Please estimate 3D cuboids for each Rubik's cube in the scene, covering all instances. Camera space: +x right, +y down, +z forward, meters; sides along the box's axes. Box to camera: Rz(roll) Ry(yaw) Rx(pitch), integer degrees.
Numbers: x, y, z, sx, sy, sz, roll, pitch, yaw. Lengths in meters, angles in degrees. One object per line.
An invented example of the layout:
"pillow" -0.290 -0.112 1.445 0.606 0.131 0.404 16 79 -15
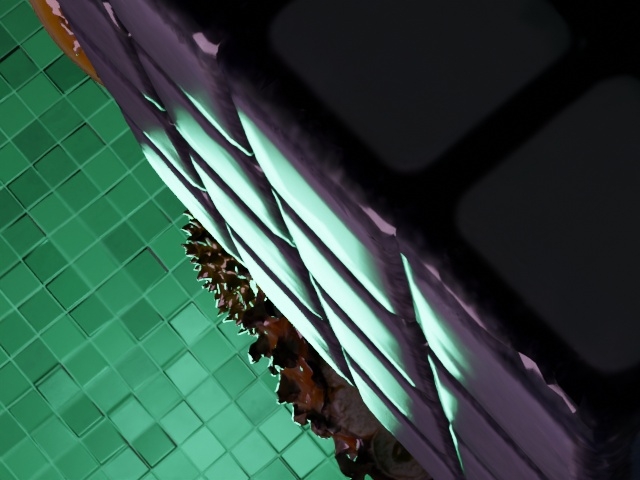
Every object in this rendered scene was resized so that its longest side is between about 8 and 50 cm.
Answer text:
"Rubik's cube" 0.117 -0.094 0.692 0.344 0.337 0.344 47 172 23

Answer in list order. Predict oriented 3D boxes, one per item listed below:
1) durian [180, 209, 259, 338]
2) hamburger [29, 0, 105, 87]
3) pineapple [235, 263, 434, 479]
"durian" 0.001 -0.004 1.962 0.258 0.293 0.258 -6 -90 -76
"hamburger" -0.080 -0.233 1.334 0.300 0.300 0.176 54 -176 -25
"pineapple" 0.107 0.023 1.374 0.352 0.352 0.300 52 -179 -16
